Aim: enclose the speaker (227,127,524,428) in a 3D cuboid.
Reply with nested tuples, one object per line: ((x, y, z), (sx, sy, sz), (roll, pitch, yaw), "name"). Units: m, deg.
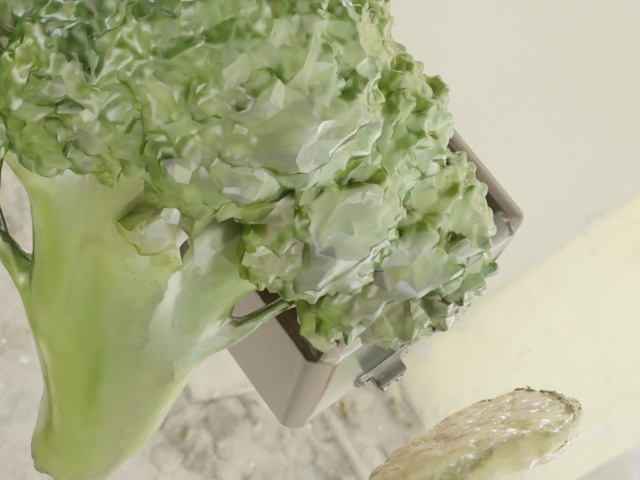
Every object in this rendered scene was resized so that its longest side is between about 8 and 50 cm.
((0.000, 0.000, 0.739), (0.153, 0.231, 0.192), (-34, 78, -15), "speaker")

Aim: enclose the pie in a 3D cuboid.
((0.140, 0.178, 0.997), (0.218, 0.185, 0.052), (-23, 86, -54), "pie")

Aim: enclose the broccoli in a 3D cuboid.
((-0.049, -0.031, 0.532), (0.302, 0.254, 0.186), (75, 14, -51), "broccoli")
